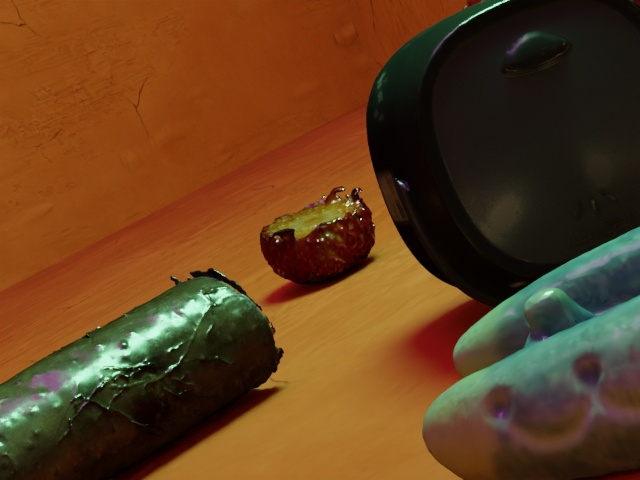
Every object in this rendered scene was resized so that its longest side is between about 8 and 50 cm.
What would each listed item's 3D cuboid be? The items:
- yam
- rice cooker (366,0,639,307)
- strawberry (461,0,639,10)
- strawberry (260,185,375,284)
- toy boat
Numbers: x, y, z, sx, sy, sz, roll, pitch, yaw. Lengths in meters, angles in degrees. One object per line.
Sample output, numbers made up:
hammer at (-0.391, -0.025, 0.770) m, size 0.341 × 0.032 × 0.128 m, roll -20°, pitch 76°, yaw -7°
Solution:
yam at (-0.174, 0.131, 1.063) m, size 0.279 × 0.131 × 0.131 m, roll -30°, pitch 11°, yaw -34°
rice cooker at (0.166, -0.075, 1.035) m, size 0.267 × 0.267 × 0.224 m, roll -24°, pitch 2°, yaw -8°
strawberry at (0.282, -0.196, 1.543) m, size 0.291 × 0.310 × 0.292 m, roll 12°, pitch 1°, yaw 0°
strawberry at (0.000, 0.000, 1.506) m, size 0.145 × 0.086 × 0.145 m, roll -24°, pitch 9°, yaw 4°
toy boat at (0.209, 0.024, 0.723) m, size 0.330 × 0.123 × 0.215 m, roll -21°, pitch 8°, yaw 22°
